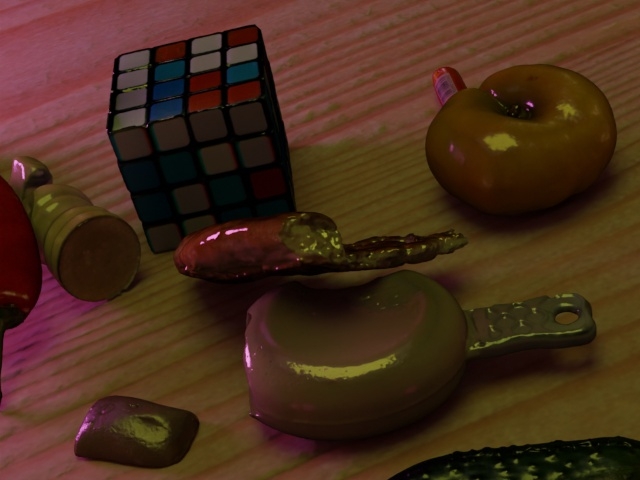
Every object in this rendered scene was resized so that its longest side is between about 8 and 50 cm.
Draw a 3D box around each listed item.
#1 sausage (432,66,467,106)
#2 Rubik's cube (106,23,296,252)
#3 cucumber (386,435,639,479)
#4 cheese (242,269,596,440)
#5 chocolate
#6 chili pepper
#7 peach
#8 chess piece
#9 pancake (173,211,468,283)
[{"bbox_3d":[0.142,-0.148,1.427,0.034,0.034,0.129,-15,35,-1],"label":"sausage"},{"bbox_3d":[-0.116,-0.102,1.353,0.155,0.151,0.154,-11,34,3],"label":"Rubik's cube"},{"bbox_3d":[0.146,0.175,0.961,0.227,0.069,0.069,-9,36,0],"label":"cucumber"},{"bbox_3d":[0.078,0.082,1.100,0.286,0.082,0.163,-9,36,2],"label":"cheese"},{"bbox_3d":[-0.154,0.154,1.120,0.100,0.031,0.064,7,45,24],"label":"chocolate"},{"bbox_3d":[-0.328,0.001,1.312,0.091,0.137,0.368,-2,30,-21],"label":"chili pepper"},{"bbox_3d":[0.187,-0.097,1.282,0.179,0.103,0.179,-11,33,7],"label":"peach"},{"bbox_3d":[-0.263,-0.016,1.341,0.090,0.090,0.200,-32,37,-23],"label":"chess piece"},{"bbox_3d":[0.000,0.000,1.180,0.244,0.057,0.266,-7,2,-13],"label":"pancake"}]
